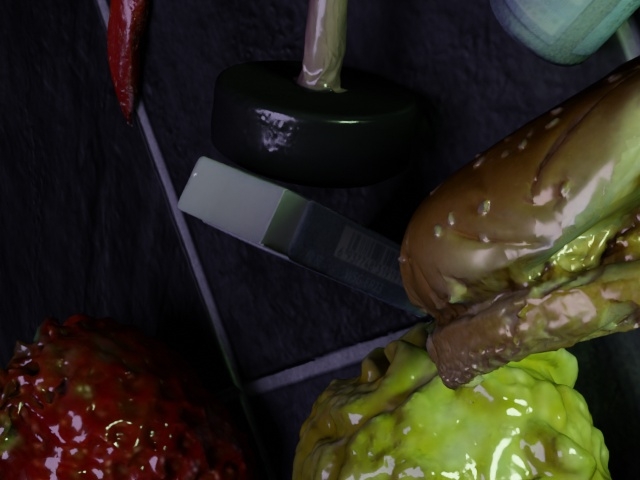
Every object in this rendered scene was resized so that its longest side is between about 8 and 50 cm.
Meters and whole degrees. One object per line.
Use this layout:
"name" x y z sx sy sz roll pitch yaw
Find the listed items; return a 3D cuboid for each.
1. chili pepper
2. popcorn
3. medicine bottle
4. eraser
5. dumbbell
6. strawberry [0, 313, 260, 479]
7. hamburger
"chili pepper" -0.182 -0.192 1.096 0.045 0.027 0.178 25 120 36
"popcorn" 0.092 0.145 0.818 0.235 0.217 0.181 -32 105 38
"medicine bottle" 0.188 -0.196 0.694 0.083 0.083 0.203 57 133 16
"eraser" 0.000 0.000 0.850 0.092 0.212 0.046 23 88 38
"dumbbell" 0.004 -0.162 0.833 0.152 0.152 0.218 26 119 37
"strawberry" -0.193 0.245 1.090 0.312 0.267 0.351 -30 105 39
"hamburger" 0.160 -0.013 0.651 0.146 0.243 0.286 64 168 3
